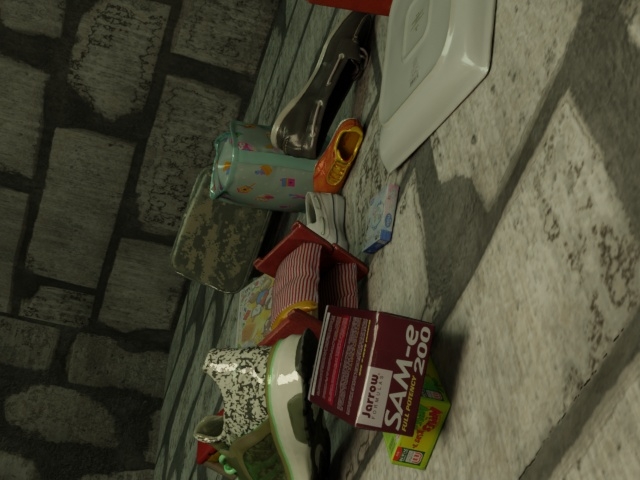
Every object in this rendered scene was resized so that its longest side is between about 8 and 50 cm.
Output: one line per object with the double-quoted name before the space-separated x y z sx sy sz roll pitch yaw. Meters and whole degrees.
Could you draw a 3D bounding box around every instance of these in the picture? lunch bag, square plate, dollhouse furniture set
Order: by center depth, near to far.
"square plate" 0.162 -0.316 1.478 0.347 0.049 0.344 133 147 -64
"dollhouse furniture set" -0.089 0.177 1.586 0.374 0.152 0.201 -45 28 30
"lunch bag" -0.096 -0.149 2.049 0.262 0.223 0.160 157 119 -74
"lunch bag" -0.212 -0.049 2.497 0.256 0.212 0.305 -56 -14 -76

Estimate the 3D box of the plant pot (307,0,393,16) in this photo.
"plant pot" 0.061 -0.538 1.748 0.267 0.267 0.236 116 151 -44

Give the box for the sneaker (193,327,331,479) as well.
"sneaker" -0.086 0.296 1.460 0.158 0.182 0.410 -63 -24 -58

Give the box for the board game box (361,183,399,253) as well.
"board game box" 0.092 -0.032 1.564 0.090 0.020 0.090 139 142 -70

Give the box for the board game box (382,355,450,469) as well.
"board game box" 0.103 0.183 1.227 0.181 0.043 0.092 -106 32 -66

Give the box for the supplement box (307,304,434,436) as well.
"supplement box" 0.054 0.148 1.205 0.239 0.073 0.130 175 107 -78

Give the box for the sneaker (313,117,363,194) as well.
"sneaker" 0.028 -0.142 1.863 0.067 0.064 0.175 -92 19 -61

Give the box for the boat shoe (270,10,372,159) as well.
"boat shoe" 0.029 -0.295 1.936 0.335 0.095 0.112 -59 -21 -14

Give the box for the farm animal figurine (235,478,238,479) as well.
"farm animal figurine" -0.142 0.537 1.630 0.330 0.172 0.327 177 107 -77

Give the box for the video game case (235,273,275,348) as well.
"video game case" -0.086 0.135 1.956 0.206 0.026 0.227 -35 34 29

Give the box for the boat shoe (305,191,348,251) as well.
"boat shoe" 0.000 0.000 1.807 0.226 0.076 0.083 -92 19 -50
